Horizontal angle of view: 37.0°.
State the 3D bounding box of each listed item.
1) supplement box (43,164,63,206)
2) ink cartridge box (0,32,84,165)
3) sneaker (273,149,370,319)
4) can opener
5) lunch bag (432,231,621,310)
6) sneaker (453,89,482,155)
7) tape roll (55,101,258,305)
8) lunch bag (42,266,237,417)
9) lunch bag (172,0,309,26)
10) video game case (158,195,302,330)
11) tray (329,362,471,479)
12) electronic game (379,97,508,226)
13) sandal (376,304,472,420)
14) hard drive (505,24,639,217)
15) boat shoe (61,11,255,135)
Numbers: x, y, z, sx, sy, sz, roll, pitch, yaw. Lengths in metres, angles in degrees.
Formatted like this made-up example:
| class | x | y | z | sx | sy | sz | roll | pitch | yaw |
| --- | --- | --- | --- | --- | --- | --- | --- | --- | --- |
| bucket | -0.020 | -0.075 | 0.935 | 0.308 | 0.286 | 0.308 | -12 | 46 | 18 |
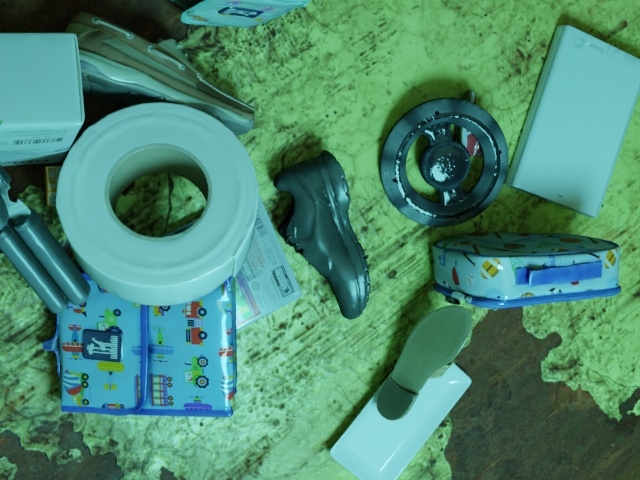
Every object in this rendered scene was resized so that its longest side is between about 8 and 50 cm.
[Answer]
| class | x | y | z | sx | sy | sz | roll | pitch | yaw |
| --- | --- | --- | --- | --- | --- | --- | --- | --- | --- |
| supplement box | -0.370 | -0.085 | 1.458 | 0.098 | 0.036 | 0.062 | -3 | 98 | -22 |
| ink cartridge box | -0.441 | -0.178 | 1.274 | 0.211 | 0.289 | 0.121 | -5 | 86 | -21 |
| sneaker | 0.000 | 0.000 | 1.597 | 0.130 | 0.109 | 0.286 | -17 | 97 | -9 |
| can opener | -0.427 | -0.001 | 1.341 | 0.074 | 0.093 | 0.280 | -20 | 127 | 15 |
| lunch bag | 0.352 | 0.052 | 1.658 | 0.303 | 0.243 | 0.114 | -5 | 99 | -22 |
| sneaker | 0.276 | -0.206 | 1.698 | 0.067 | 0.042 | 0.118 | 3 | 104 | -18 |
| tape roll | -0.230 | -0.052 | 1.383 | 0.286 | 0.100 | 0.286 | 2 | 70 | -6 |
| lunch bag | -0.280 | 0.151 | 1.486 | 0.293 | 0.138 | 0.220 | -1 | 99 | -2 |
| lunch bag | -0.149 | -0.414 | 1.396 | 0.262 | 0.223 | 0.160 | 40 | 72 | -22 |
| video game case | -0.147 | 0.045 | 1.575 | 0.183 | 0.023 | 0.201 | -28 | 108 | -16 |
| tray | 0.142 | 0.313 | 1.726 | 0.145 | 0.030 | 0.270 | 43 | 81 | -22 |
| electronic game | 0.216 | -0.134 | 1.664 | 0.229 | 0.048 | 0.229 | -3 | 107 | -9 |
| sandal | 0.186 | 0.210 | 1.683 | 0.088 | 0.079 | 0.240 | 38 | 100 | 19 |
| hard drive | 0.478 | -0.218 | 1.781 | 0.203 | 0.040 | 0.307 | 18 | 91 | -23 |
| boat shoe | -0.237 | -0.251 | 1.446 | 0.324 | 0.123 | 0.116 | 20 | 73 | -30 |
